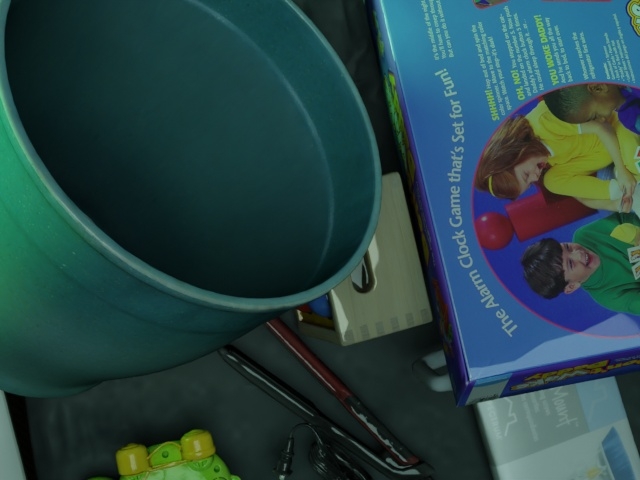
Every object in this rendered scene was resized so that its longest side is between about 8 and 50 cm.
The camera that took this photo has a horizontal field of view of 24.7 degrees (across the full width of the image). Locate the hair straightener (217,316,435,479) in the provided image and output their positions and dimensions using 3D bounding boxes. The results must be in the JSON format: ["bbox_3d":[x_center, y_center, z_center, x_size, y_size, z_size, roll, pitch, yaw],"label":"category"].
[{"bbox_3d":[0.003,0.154,1.126,0.230,0.047,0.089,44,90,-11],"label":"hair straightener"}]

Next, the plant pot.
[{"bbox_3d":[-0.144,-0.025,0.964,0.271,0.271,0.255,46,133,-7],"label":"plant pot"}]

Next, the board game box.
[{"bbox_3d":[0.174,-0.077,1.035,0.233,0.078,0.347,-10,72,-4],"label":"board game box"}]

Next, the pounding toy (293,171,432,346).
[{"bbox_3d":[0.000,0.000,1.075,0.100,0.130,0.141,-15,96,-16],"label":"pounding toy"}]

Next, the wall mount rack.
[{"bbox_3d":[0.244,0.147,1.100,0.304,0.130,0.350,-19,97,-9],"label":"wall mount rack"}]

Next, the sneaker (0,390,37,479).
[{"bbox_3d":[-0.272,0.162,1.065,0.123,0.106,0.290,-8,95,-4],"label":"sneaker"}]

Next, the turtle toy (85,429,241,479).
[{"bbox_3d":[-0.124,0.193,1.101,0.130,0.066,0.095,-11,94,-4],"label":"turtle toy"}]

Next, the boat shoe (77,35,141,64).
[{"bbox_3d":[-0.182,-0.166,1.054,0.301,0.108,0.102,-9,119,-7],"label":"boat shoe"}]
